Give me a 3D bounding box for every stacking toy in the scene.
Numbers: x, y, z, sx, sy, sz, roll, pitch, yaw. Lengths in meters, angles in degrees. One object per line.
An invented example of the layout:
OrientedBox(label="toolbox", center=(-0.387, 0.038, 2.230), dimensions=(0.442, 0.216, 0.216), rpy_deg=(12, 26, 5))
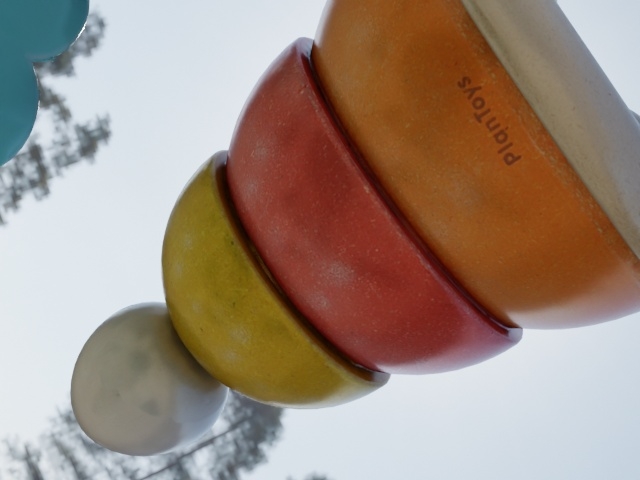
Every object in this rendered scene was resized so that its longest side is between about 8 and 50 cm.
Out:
OrientedBox(label="stacking toy", center=(0.000, 0.000, 0.808), dimensions=(0.350, 0.480, 0.350), rpy_deg=(51, 16, -21))

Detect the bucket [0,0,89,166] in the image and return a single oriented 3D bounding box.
OrientedBox(label="bucket", center=(-0.245, -0.130, 0.427), dimensions=(0.281, 0.281, 0.183), rpy_deg=(54, 7, 30))
